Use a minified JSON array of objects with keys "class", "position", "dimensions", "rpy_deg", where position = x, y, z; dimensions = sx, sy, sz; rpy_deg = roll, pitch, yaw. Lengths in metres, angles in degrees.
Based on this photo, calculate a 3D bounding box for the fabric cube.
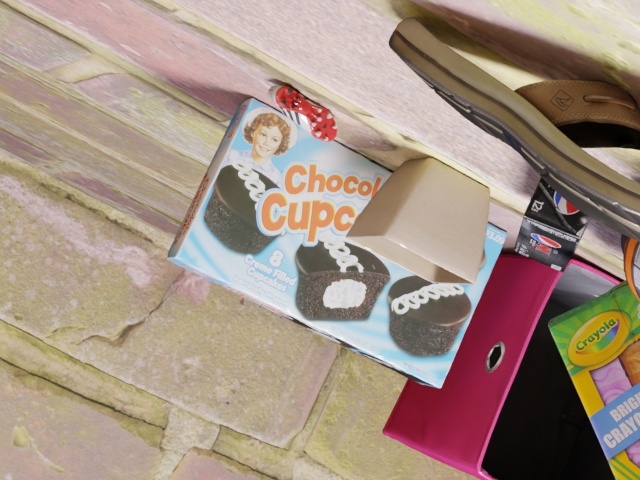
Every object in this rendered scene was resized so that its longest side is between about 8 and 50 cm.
[{"class":"fabric cube","position":[0.269,0.175,1.701],"dimensions":[0.259,0.254,0.258],"rpy_deg":[27,173,-19]}]

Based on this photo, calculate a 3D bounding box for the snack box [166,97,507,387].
[{"class":"snack box","position":[0.021,0.005,1.581],"dimensions":[0.322,0.187,0.060],"rpy_deg":[27,171,-15]}]

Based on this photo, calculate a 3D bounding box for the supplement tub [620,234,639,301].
[{"class":"supplement tub","position":[0.295,0.025,1.124],"dimensions":[0.106,0.106,0.198],"rpy_deg":[27,-169,-17]}]

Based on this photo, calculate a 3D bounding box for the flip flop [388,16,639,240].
[{"class":"flip flop","position":[0.172,-0.082,1.036],"dimensions":[0.277,0.080,0.112],"rpy_deg":[38,180,15]}]

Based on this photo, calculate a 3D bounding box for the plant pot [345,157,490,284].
[{"class":"plant pot","position":[0.106,-0.023,1.475],"dimensions":[0.109,0.096,0.109],"rpy_deg":[26,171,-17]}]

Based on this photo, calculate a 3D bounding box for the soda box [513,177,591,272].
[{"class":"soda box","position":[0.210,-0.020,1.322],"dimensions":[0.053,0.060,0.169],"rpy_deg":[25,172,8]}]

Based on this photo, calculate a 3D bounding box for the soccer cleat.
[{"class":"soccer cleat","position":[-0.017,-0.124,1.443],"dimensions":[0.083,0.029,0.035],"rpy_deg":[34,177,-33]}]

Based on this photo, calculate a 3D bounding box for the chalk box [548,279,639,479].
[{"class":"chalk box","position":[0.320,0.123,1.294],"dimensions":[0.180,0.179,0.289],"rpy_deg":[42,-156,-61]}]
